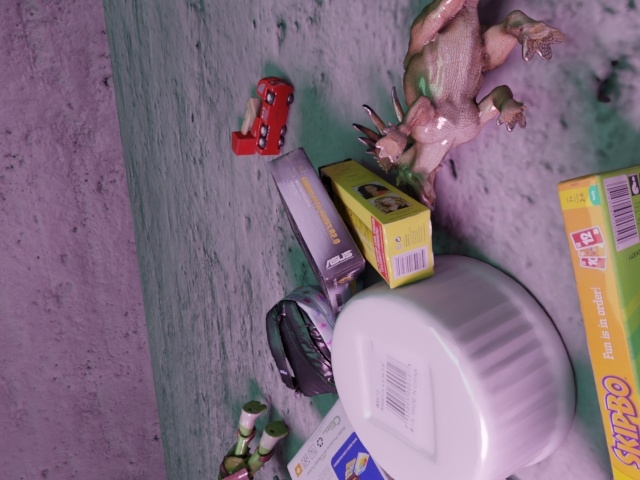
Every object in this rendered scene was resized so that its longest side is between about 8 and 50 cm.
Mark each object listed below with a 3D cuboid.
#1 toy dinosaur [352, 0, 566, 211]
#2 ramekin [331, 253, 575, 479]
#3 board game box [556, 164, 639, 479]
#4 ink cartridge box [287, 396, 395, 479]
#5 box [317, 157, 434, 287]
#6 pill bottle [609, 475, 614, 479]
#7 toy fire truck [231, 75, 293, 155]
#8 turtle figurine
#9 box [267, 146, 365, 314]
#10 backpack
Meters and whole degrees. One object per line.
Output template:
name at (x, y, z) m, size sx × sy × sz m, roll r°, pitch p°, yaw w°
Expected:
toy dinosaur at (0.124, -0.173, 0.446) m, size 0.200 × 0.127 × 0.295 m, roll -106°, pitch 32°, yaw -72°
ramekin at (0.135, 0.164, 0.514) m, size 0.277 × 0.135 × 0.276 m, roll 23°, pitch 119°, yaw 50°
board game box at (0.252, 0.072, 0.325) m, size 0.039 × 0.124 × 0.259 m, roll -14°, pitch 89°, yaw 57°
ink cartridge box at (0.078, 0.434, 0.621) m, size 0.175 × 0.069 × 0.371 m, roll -56°, pitch 34°, yaw 11°
box at (0.062, -0.035, 0.544) m, size 0.232 × 0.058 × 0.087 m, roll -126°, pitch 22°, yaw -59°
pill bottle at (0.257, 0.266, 0.331) m, size 0.108 × 0.180 × 0.107 m, roll 24°, pitch 120°, yaw 50°
toy fire truck at (-0.119, -0.236, 0.825) m, size 0.135 × 0.047 × 0.191 m, roll 49°, pitch 136°, yaw 37°
turtle figurine at (-0.155, 0.566, 1.092) m, size 0.198 × 0.275 × 0.265 m, roll -133°, pitch 61°, yaw -69°
box at (0.000, 0.000, 0.629) m, size 0.231 × 0.056 × 0.182 m, roll 78°, pitch 167°, yaw -68°
backpack at (-0.013, 0.171, 0.738) m, size 0.152 × 0.115 × 0.181 m, roll -28°, pitch 89°, yaw 36°
